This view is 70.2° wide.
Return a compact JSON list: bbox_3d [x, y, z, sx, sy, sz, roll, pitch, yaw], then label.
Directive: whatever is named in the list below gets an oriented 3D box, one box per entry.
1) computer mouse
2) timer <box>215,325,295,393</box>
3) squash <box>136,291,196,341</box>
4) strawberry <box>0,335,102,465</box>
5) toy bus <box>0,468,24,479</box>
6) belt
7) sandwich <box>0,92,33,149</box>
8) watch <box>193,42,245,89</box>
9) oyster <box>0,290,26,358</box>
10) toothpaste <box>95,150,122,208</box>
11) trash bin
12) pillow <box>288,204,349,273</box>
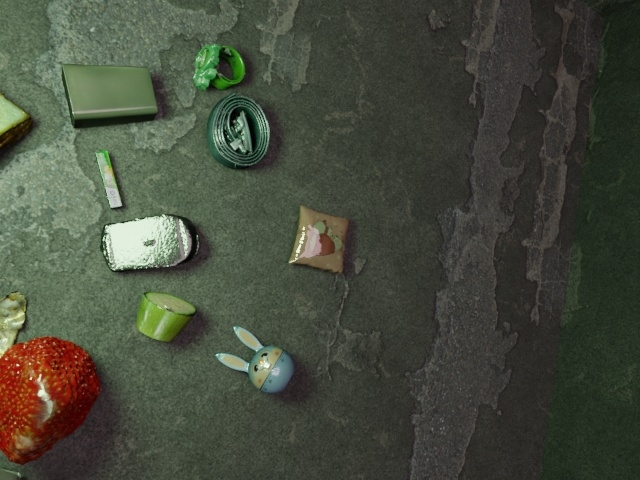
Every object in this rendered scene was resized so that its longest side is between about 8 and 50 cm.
[{"bbox_3d":[-0.535,0.008,1.443,0.296,0.087,0.168,-7,87,-14],"label":"computer mouse"},{"bbox_3d":[-0.203,0.411,1.540,0.255,0.175,0.175,39,71,-18],"label":"timer"},{"bbox_3d":[-0.488,0.235,1.412,0.170,0.170,0.122,28,86,-22],"label":"squash"},{"bbox_3d":[-0.712,0.410,1.180,0.268,0.351,0.311,11,76,-34],"label":"strawberry"},{"bbox_3d":[-0.974,0.629,1.144,0.387,0.171,0.162,30,64,-22],"label":"toy bus"},{"bbox_3d":[-0.287,-0.379,1.571,0.207,0.116,0.267,-2,90,-30],"label":"belt"},{"bbox_3d":[-0.957,-0.336,1.192,0.273,0.095,0.248,41,42,-18],"label":"sandwich"},{"bbox_3d":[-0.346,-0.580,1.565,0.152,0.131,0.165,10,78,-44],"label":"watch"},{"bbox_3d":[-0.910,0.276,1.245,0.166,0.094,0.294,50,56,-35],"label":"oyster"},{"bbox_3d":[-0.657,-0.188,1.413,0.037,0.043,0.178,-16,94,-29],"label":"toothpaste"},{"bbox_3d":[-0.643,-0.442,1.396,0.241,0.122,0.163,-11,92,-29],"label":"trash bin"},{"bbox_3d":[0.000,0.000,1.707,0.224,0.084,0.235,17,76,-24],"label":"pillow"}]
